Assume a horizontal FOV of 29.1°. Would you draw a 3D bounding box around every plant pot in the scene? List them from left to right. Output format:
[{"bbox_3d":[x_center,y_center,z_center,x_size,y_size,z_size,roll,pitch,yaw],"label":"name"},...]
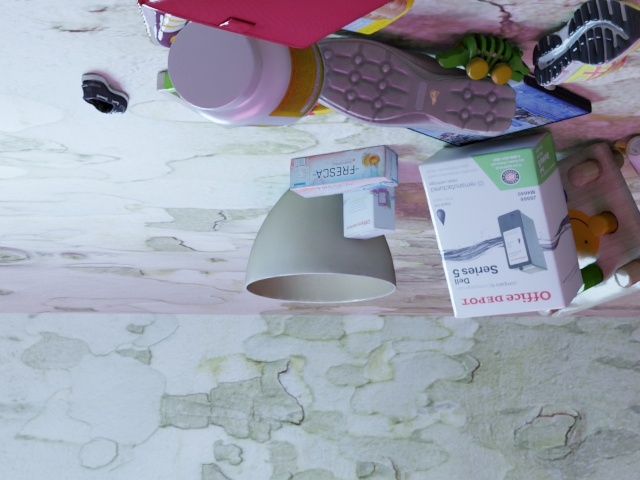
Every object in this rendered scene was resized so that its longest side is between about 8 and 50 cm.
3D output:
[{"bbox_3d":[0.000,0.000,2.318,0.284,0.191,0.284,0,166,0],"label":"plant pot"}]

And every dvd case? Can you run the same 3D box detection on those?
[{"bbox_3d":[0.255,-0.194,1.864,0.253,0.022,0.180,-12,163,42],"label":"dvd case"}]

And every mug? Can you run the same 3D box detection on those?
[{"bbox_3d":[0.521,-0.140,2.013,0.078,0.062,0.064,-17,152,33],"label":"mug"}]

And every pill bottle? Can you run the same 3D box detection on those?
[{"bbox_3d":[-0.088,-0.202,1.453,0.136,0.136,0.245,-4,-176,15],"label":"pill bottle"}]

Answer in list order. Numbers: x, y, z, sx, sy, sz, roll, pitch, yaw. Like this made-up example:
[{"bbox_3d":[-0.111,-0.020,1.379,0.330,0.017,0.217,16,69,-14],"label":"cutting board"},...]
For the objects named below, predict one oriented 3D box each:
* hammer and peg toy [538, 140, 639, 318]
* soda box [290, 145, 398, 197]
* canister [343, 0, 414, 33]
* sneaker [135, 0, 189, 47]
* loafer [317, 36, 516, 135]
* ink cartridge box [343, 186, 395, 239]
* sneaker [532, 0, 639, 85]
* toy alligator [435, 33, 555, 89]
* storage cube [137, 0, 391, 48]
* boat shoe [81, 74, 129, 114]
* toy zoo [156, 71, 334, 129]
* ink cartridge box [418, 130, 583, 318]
[{"bbox_3d":[0.405,-0.001,2.146,0.127,0.266,0.361,-22,177,-41],"label":"hammer and peg toy"},{"bbox_3d":[0.040,-0.116,2.116,0.183,0.058,0.063,-6,165,27],"label":"soda box"},{"bbox_3d":[0.007,-0.287,1.373,0.169,0.073,0.126,6,166,-30],"label":"canister"},{"bbox_3d":[-0.161,-0.273,1.438,0.083,0.070,0.185,4,168,6],"label":"sneaker"},{"bbox_3d":[0.105,-0.201,1.649,0.319,0.112,0.111,13,-175,-20],"label":"loafer"},{"bbox_3d":[0.085,-0.069,2.173,0.052,0.123,0.088,10,164,-35],"label":"ink cartridge box"},{"bbox_3d":[0.355,-0.248,1.543,0.094,0.082,0.208,-2,175,-23],"label":"sneaker"},{"bbox_3d":[0.240,-0.239,1.623,0.189,0.056,0.051,7,125,-25],"label":"toy alligator"},{"bbox_3d":[-0.034,-0.299,1.081,0.215,0.184,0.193,10,163,-35],"label":"storage cube"},{"bbox_3d":[-0.314,-0.203,1.797,0.046,0.038,0.125,-2,166,9],"label":"boat shoe"},{"bbox_3d":[-0.059,-0.218,1.751,0.293,0.030,0.192,-6,165,26],"label":"toy zoo"},{"bbox_3d":[0.297,-0.022,2.014,0.198,0.273,0.115,-8,-165,28],"label":"ink cartridge box"}]
